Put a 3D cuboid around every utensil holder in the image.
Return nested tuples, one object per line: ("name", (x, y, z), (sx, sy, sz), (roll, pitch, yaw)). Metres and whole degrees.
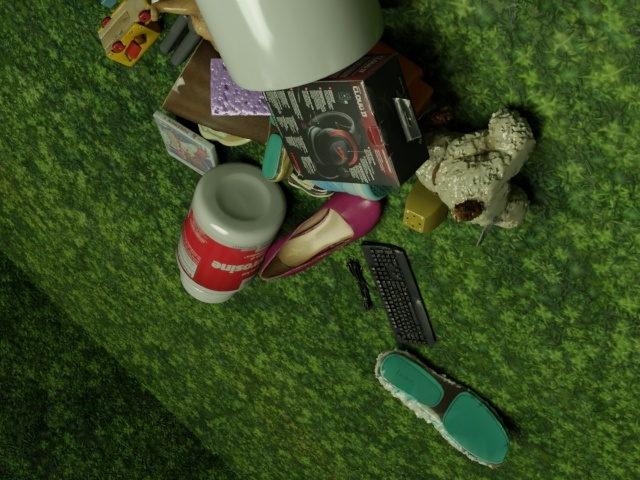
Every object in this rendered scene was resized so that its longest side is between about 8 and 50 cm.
("utensil holder", (-0.087, -0.498, 1.500), (0.328, 0.327, 0.385), (10, 135, 38))

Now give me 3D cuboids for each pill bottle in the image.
("pill bottle", (-0.245, -0.002, 2.249), (0.229, 0.229, 0.407), (39, 145, 6))

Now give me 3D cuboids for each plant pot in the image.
("plant pot", (0.218, -0.065, 1.856), (0.082, 0.083, 0.081), (28, 142, 22))
("plant pot", (-0.193, -0.320, 1.915), (0.230, 0.215, 0.215), (32, 147, -12))

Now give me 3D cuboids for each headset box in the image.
("headset box", (0.055, -0.220, 1.606), (0.293, 0.110, 0.218), (7, 130, 44))

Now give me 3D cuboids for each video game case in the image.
("video game case", (-0.332, -0.231, 2.225), (0.183, 0.023, 0.201), (32, 161, 15))

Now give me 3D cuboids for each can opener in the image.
("can opener", (-0.296, -0.471, 1.927), (0.076, 0.095, 0.283), (48, 144, -6))

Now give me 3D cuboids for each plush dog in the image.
("plush dog", (0.262, -0.132, 1.664), (0.225, 0.211, 0.262), (37, 149, 39))

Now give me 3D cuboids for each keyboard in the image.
("keyboard", (0.161, 0.133, 2.165), (0.202, 0.033, 0.317), (7, 131, 40))

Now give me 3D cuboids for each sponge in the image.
("sponge", (-0.120, -0.313, 1.776), (0.210, 0.031, 0.117), (2, 100, 10))

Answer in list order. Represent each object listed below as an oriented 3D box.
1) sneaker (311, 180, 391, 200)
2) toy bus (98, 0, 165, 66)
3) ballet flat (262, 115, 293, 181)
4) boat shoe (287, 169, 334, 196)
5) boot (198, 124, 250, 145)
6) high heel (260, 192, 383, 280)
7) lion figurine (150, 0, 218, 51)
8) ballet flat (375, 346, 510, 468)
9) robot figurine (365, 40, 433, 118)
("sneaker", (0.013, -0.228, 1.855), (0.208, 0.127, 0.318), (6, 125, 46))
("toy bus", (-0.416, -0.498, 2.007), (0.202, 0.190, 0.104), (11, 177, 39))
("ballet flat", (-0.072, -0.238, 1.866), (0.080, 0.073, 0.232), (34, 121, 36))
("boat shoe", (-0.025, -0.141, 2.049), (0.137, 0.049, 0.043), (24, 139, 33))
("boot", (-0.237, -0.313, 2.047), (0.213, 0.077, 0.165), (16, 137, 44))
("high heel", (0.000, 0.000, 2.051), (0.127, 0.181, 0.377), (47, 145, -5))
("lion figurine", (-0.217, -0.549, 1.699), (0.240, 0.142, 0.392), (-5, 115, -6))
("ballet flat", (0.318, 0.419, 2.253), (0.409, 0.147, 0.147), (40, 145, 10))
("robot figurine", (0.109, -0.313, 1.668), (0.219, 0.158, 0.128), (36, 116, 11))
